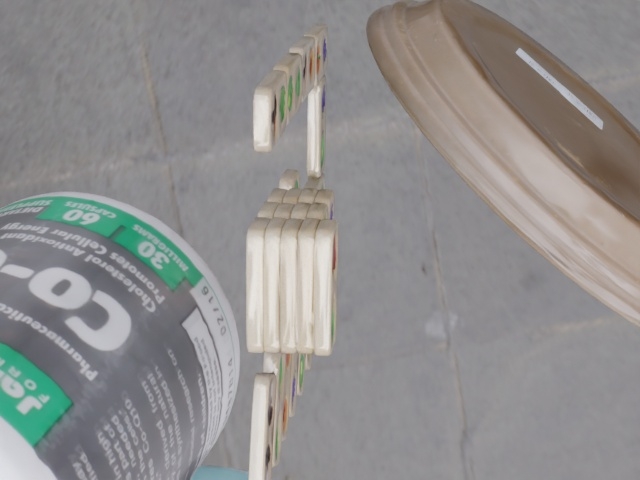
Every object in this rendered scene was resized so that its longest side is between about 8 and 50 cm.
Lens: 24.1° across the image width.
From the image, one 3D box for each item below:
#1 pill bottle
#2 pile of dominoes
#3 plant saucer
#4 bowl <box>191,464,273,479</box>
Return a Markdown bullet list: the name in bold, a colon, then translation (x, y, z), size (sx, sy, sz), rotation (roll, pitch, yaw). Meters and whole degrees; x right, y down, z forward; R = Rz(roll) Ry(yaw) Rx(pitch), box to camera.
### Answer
- **pill bottle**: translation (-0.188, 0.124, 0.782), size (0.204, 0.361, 0.204), rotation (5, 113, 13)
- **pile of dominoes**: translation (0.000, 0.000, 0.775), size (0.040, 0.251, 0.196), rotation (2, 106, 6)
- **plant saucer**: translation (0.143, -0.050, 0.863), size (0.278, 0.278, 0.041), rotation (36, 111, -13)
- **bowl**: translation (-0.095, 0.350, 1.156), size (0.312, 0.163, 0.311), rotation (9, 112, 24)
